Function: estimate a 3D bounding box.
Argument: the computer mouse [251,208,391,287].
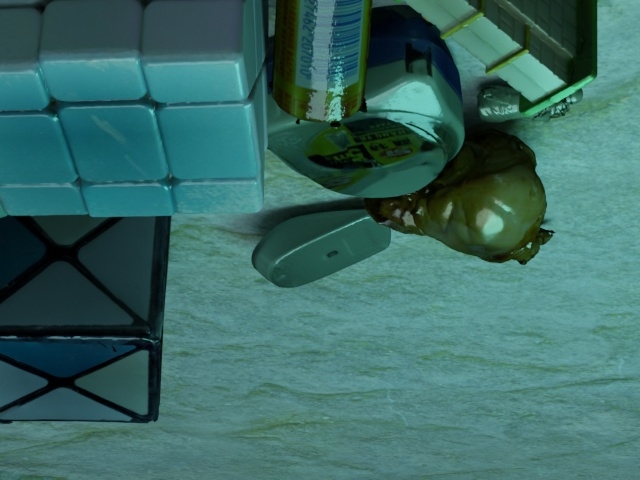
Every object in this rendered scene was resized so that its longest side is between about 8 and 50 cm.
[{"bbox_3d":[0.000,0.000,2.307,0.231,0.079,0.128,-20,151,4],"label":"computer mouse"}]

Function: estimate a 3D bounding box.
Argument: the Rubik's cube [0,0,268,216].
[{"bbox_3d":[-0.223,-0.234,1.647,0.316,0.319,0.322,-1,151,1],"label":"Rubik's cube"}]

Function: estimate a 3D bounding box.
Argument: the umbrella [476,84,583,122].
[{"bbox_3d":[0.284,-0.191,1.980,0.143,0.062,0.067,-7,119,16],"label":"umbrella"}]

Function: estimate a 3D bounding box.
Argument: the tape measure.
[{"bbox_3d":[0.058,-0.169,1.941,0.259,0.138,0.262,-11,149,22],"label":"tape measure"}]

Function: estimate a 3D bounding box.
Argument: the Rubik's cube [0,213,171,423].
[{"bbox_3d":[-0.391,0.095,2.245,0.310,0.305,0.307,3,150,-4],"label":"Rubik's cube"}]

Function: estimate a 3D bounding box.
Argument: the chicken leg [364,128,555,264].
[{"bbox_3d":[0.220,-0.049,2.166,0.295,0.182,0.409,1,170,24],"label":"chicken leg"}]

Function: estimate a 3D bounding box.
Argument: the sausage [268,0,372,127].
[{"bbox_3d":[0.004,-0.298,1.709,0.117,0.125,0.317,-25,136,-34],"label":"sausage"}]

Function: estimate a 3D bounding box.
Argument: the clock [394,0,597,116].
[{"bbox_3d":[0.191,-0.302,1.631,0.255,0.220,0.106,33,137,-31],"label":"clock"}]

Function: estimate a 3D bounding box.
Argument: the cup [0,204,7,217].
[{"bbox_3d":[-0.478,-0.136,2.012,0.148,0.134,0.236,32,143,2],"label":"cup"}]
